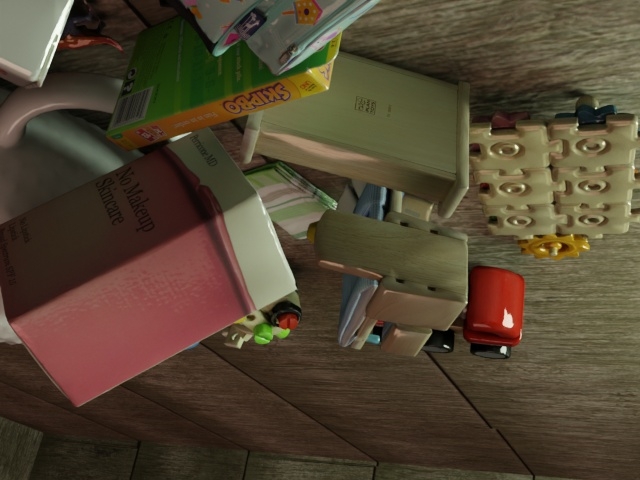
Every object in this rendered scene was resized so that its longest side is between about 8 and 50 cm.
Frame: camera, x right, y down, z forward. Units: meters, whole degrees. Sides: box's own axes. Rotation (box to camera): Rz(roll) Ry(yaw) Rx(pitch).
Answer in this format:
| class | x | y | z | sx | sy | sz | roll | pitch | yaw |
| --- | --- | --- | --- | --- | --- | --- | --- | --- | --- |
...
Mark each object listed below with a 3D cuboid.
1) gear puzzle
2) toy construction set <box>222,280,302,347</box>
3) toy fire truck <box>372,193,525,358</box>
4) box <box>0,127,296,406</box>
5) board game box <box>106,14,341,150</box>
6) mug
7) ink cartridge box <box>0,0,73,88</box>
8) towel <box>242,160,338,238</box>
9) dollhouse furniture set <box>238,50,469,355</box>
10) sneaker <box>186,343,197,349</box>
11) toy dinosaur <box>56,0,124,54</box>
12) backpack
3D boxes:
| class | x | y | z | sx | sy | sz | roll | pitch | yaw |
| --- | --- | --- | --- | --- | --- | --- | --- | --- | --- |
| gear puzzle | 0.265 | -0.055 | 0.851 | 0.175 | 0.044 | 0.339 | -1 | 155 | 19 |
| toy construction set | -0.159 | 0.094 | 1.183 | 0.215 | 0.151 | 0.327 | -29 | 148 | 18 |
| toy fire truck | 0.162 | 0.053 | 1.014 | 0.217 | 0.159 | 0.246 | 5 | 164 | 12 |
| box | -0.165 | 0.018 | 0.715 | 0.232 | 0.148 | 0.127 | -28 | 132 | -10 |
| board game box | -0.077 | -0.161 | 0.660 | 0.259 | 0.124 | 0.039 | -11 | 148 | 38 |
| mug | -0.291 | -0.040 | 0.860 | 0.328 | 0.276 | 0.374 | 18 | 134 | -32 |
| ink cartridge box | -0.321 | -0.222 | 0.559 | 0.272 | 0.114 | 0.197 | 25 | 179 | -26 |
| towel | -0.043 | -0.047 | 0.997 | 0.113 | 0.023 | 0.152 | -15 | 144 | 40 |
| dollhouse furniture set | 0.000 | 0.000 | 0.773 | 0.198 | 0.286 | 0.303 | 14 | 143 | -6 |
| sneaker | -0.269 | 0.156 | 1.448 | 0.082 | 0.069 | 0.209 | -5 | 150 | 22 |
| toy dinosaur | -0.246 | -0.194 | 0.720 | 0.082 | 0.090 | 0.047 | -37 | 160 | -3 |
| backpack | -0.006 | -0.208 | 0.474 | 0.144 | 0.166 | 0.188 | 41 | 142 | -9 |
